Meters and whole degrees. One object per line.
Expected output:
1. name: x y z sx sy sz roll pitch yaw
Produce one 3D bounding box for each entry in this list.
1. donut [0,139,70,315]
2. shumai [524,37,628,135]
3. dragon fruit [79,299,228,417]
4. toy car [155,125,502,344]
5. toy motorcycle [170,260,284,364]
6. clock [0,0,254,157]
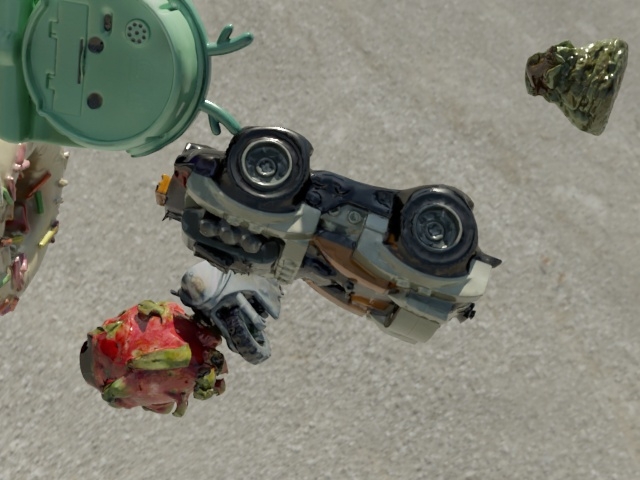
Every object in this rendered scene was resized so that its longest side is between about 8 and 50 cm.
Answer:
1. donut: -0.482 -0.060 1.307 0.142 0.382 0.382 11 53 0
2. shumai: 0.217 -0.138 0.771 0.080 0.083 0.082 19 35 20
3. dragon fruit: -0.217 0.160 1.194 0.166 0.172 0.160 -73 149 -51
4. toy car: -0.002 0.001 0.805 0.301 0.193 0.118 18 71 -4
5. toy motorcycle: -0.126 0.061 1.243 0.159 0.106 0.270 46 14 -23
6. clock: -0.160 -0.143 0.710 0.211 0.159 0.066 10 19 8
